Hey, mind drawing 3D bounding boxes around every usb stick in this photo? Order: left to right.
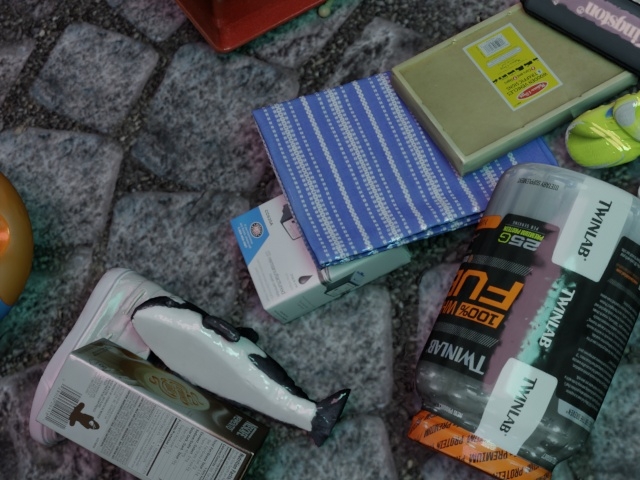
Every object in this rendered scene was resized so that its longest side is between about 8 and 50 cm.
[{"bbox_3d":[0.374,-0.254,1.364,0.278,0.045,0.077,34,113,18],"label":"usb stick"}]

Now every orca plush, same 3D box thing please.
[{"bbox_3d":[-0.093,0.138,1.412,0.287,0.151,0.102,19,41,13],"label":"orca plush"}]

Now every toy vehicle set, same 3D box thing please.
[{"bbox_3d":[0.244,-0.207,1.404,0.267,0.035,0.166,-28,66,-11],"label":"toy vehicle set"}]

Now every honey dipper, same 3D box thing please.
[{"bbox_3d":[0.043,-0.383,1.570,0.030,0.030,0.160,28,87,23],"label":"honey dipper"}]

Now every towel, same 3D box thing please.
[{"bbox_3d":[0.110,-0.115,1.397,0.336,0.040,0.243,-18,66,-11],"label":"towel"}]

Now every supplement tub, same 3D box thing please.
[{"bbox_3d":[0.238,0.101,1.258,0.207,0.207,0.338,21,80,22],"label":"supplement tub"}]

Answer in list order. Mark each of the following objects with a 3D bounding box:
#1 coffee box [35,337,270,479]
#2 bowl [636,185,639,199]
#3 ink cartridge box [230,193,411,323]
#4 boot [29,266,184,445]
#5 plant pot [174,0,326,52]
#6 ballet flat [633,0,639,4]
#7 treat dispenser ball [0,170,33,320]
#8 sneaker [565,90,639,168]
[{"bbox_3d":[-0.197,0.224,1.350,0.247,0.141,0.098,28,96,3],"label":"coffee box"},{"bbox_3d":[0.450,-0.036,1.298,0.142,0.053,0.142,-37,64,-26],"label":"bowl"},{"bbox_3d":[0.000,0.000,1.435,0.191,0.082,0.139,-27,67,9],"label":"ink cartridge box"},{"bbox_3d":[-0.275,0.168,1.463,0.123,0.095,0.258,24,85,22],"label":"boot"},{"bbox_3d":[-0.104,-0.469,1.519,0.267,0.267,0.235,-24,50,15],"label":"plant pot"},{"bbox_3d":[0.445,-0.274,1.379,0.231,0.077,0.077,29,77,24],"label":"ballet flat"},{"bbox_3d":[-0.532,0.008,1.488,0.288,0.288,0.288,-5,72,16],"label":"treat dispenser ball"},{"bbox_3d":[0.410,-0.150,1.306,0.240,0.126,0.091,-7,107,42],"label":"sneaker"}]
